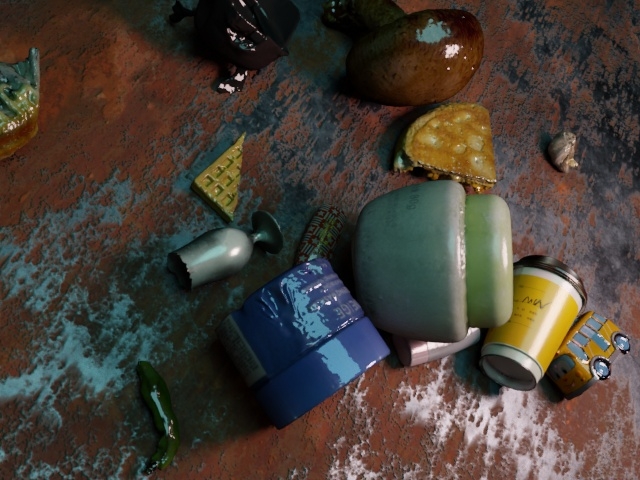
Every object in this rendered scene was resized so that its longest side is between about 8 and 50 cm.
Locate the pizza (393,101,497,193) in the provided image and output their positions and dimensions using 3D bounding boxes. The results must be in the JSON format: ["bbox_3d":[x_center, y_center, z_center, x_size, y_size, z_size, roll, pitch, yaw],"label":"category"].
[{"bbox_3d":[0.299,-0.252,1.927,0.258,0.087,0.268,15,58,-17],"label":"pizza"}]

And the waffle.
[{"bbox_3d":[-0.170,-0.133,1.633,0.125,0.032,0.191,43,54,-1],"label":"waffle"}]

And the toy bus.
[{"bbox_3d":[0.601,0.257,1.804,0.136,0.126,0.209,46,53,10],"label":"toy bus"}]

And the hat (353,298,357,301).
[{"bbox_3d":[0.049,0.155,1.607,0.058,0.042,0.087,37,87,2],"label":"hat"}]

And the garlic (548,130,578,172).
[{"bbox_3d":[0.655,-0.240,2.124,0.074,0.094,0.113,-12,73,10],"label":"garlic"}]

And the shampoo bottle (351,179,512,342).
[{"bbox_3d":[0.220,0.041,1.563,0.318,0.322,0.322,0,59,11],"label":"shampoo bottle"}]

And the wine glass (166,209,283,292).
[{"bbox_3d":[-0.182,0.019,1.508,0.222,0.103,0.103,-25,79,-36],"label":"wine glass"}]

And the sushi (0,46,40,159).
[{"bbox_3d":[-0.606,-0.230,1.375,0.274,0.139,0.184,-31,81,-34],"label":"sushi"}]

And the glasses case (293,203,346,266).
[{"bbox_3d":[0.000,0.000,1.648,0.073,0.049,0.194,30,54,-12],"label":"glasses case"}]

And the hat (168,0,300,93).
[{"bbox_3d":[-0.191,-0.483,1.751,0.238,0.209,0.336,50,31,-23],"label":"hat"}]

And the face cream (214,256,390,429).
[{"bbox_3d":[-0.036,0.179,1.409,0.249,0.249,0.225,-30,81,-37],"label":"face cream"}]

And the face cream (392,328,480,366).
[{"bbox_3d":[0.248,0.210,1.673,0.198,0.057,0.084,-10,68,-31],"label":"face cream"}]

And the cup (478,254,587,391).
[{"bbox_3d":[0.463,0.181,1.735,0.196,0.196,0.279,36,61,-8],"label":"cup"}]

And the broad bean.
[{"bbox_3d":[-0.275,0.296,1.343,0.061,0.046,0.195,3,65,-31],"label":"broad bean"}]

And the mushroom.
[{"bbox_3d":[0.217,-0.481,1.871,0.331,0.334,0.356,6,72,-27],"label":"mushroom"}]
